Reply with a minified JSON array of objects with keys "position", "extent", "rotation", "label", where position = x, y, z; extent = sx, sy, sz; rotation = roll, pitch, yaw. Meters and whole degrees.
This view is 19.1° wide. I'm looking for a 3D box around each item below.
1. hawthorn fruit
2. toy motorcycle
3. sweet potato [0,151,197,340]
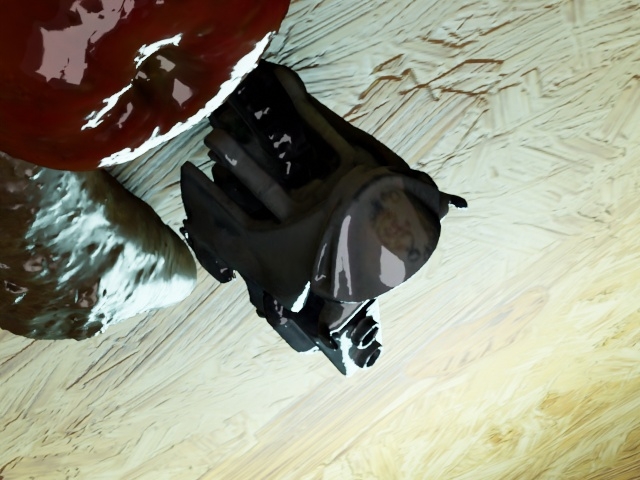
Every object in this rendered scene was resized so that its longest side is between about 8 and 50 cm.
[{"position":[-0.094,-0.117,0.663],"extent":[0.189,0.189,0.189],"rotation":[-24,157,-11],"label":"hawthorn fruit"},{"position":[0.000,0.000,1.022],"extent":[0.106,0.159,0.270],"rotation":[-45,155,-16],"label":"toy motorcycle"},{"position":[-0.131,-0.005,0.957],"extent":[0.114,0.092,0.341],"rotation":[-43,160,-9],"label":"sweet potato"}]
